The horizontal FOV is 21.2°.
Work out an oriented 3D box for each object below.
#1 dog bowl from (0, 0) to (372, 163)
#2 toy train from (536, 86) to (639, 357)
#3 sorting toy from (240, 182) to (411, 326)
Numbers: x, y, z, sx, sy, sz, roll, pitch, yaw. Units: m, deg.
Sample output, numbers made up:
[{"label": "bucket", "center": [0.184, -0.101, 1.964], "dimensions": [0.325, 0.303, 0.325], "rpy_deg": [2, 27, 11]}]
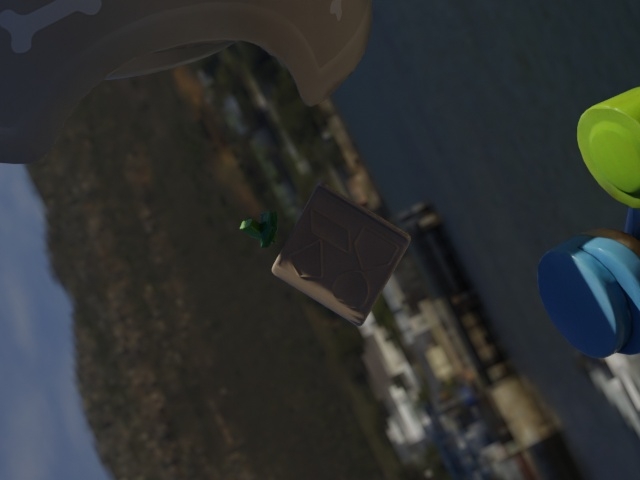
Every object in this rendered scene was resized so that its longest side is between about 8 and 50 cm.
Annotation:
[{"label": "dog bowl", "center": [-0.138, -0.174, 0.847], "dimensions": [0.348, 0.349, 0.102], "rpy_deg": [-114, 26, -51]}, {"label": "toy train", "center": [0.163, -0.066, 0.694], "dimensions": [0.105, 0.143, 0.248], "rpy_deg": [40, 146, 32]}, {"label": "sorting toy", "center": [0.000, 0.000, 0.897], "dimensions": [0.083, 0.062, 0.012], "rpy_deg": [32, -155, 7]}]
